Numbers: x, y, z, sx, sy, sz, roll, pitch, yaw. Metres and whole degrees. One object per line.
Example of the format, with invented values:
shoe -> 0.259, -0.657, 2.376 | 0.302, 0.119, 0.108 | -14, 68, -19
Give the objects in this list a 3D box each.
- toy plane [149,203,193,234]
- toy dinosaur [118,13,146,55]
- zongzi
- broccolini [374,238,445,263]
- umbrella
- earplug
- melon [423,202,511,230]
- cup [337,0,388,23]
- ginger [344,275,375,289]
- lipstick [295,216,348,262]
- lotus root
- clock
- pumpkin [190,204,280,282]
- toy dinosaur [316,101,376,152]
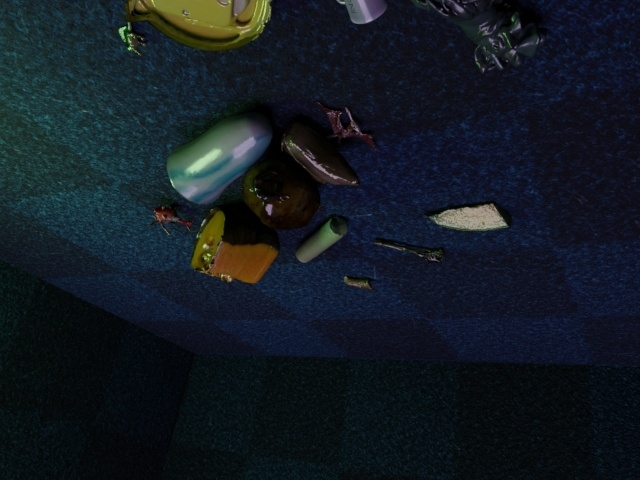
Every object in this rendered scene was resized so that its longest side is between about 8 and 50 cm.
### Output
toy plane -> -0.525, -0.073, 1.914 | 0.077, 0.126, 0.194 | -35, 134, 18
toy dinosaur -> -0.430, -0.462, 1.191 | 0.060, 0.029, 0.120 | 22, 154, 11
zongzi -> 0.003, -0.215, 1.366 | 0.197, 0.099, 0.194 | 31, 173, 48
broccolini -> 0.317, 0.027, 1.888 | 0.254, 0.071, 0.057 | 17, -165, 1
umbrella -> 0.252, -0.423, 0.944 | 0.348, 0.094, 0.143 | 29, 144, -29
earplug -> -0.249, -0.236, 1.415 | 0.185, 0.185, 0.324 | 30, 143, -34
melon -> 0.444, -0.071, 1.618 | 0.261, 0.053, 0.114 | -1, 144, 20
cup -> 0.060, -0.464, 0.971 | 0.104, 0.074, 0.116 | 27, 164, 40
ginger -> 0.166, 0.179, 2.220 | 0.137, 0.044, 0.057 | 8, -177, 18
lipstick -> 0.000, 0.000, 1.891 | 0.076, 0.076, 0.304 | 21, 153, -20
lotus root -> -0.110, -0.122, 1.488 | 0.195, 0.179, 0.397 | 31, -179, 8
clock -> -0.230, -0.491, 1.005 | 0.293, 0.071, 0.277 | 16, 149, -12
pumpkin -> -0.301, 0.016, 1.836 | 0.225, 0.257, 0.303 | 23, 175, -32
toy dinosaur -> 0.064, -0.283, 1.357 | 0.220, 0.032, 0.108 | 30, 150, -30
